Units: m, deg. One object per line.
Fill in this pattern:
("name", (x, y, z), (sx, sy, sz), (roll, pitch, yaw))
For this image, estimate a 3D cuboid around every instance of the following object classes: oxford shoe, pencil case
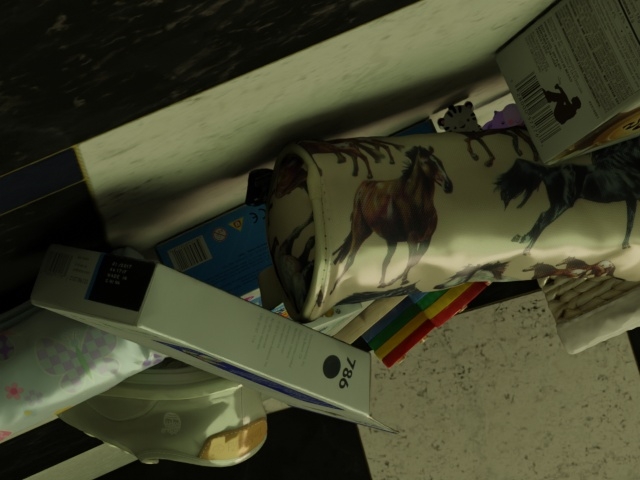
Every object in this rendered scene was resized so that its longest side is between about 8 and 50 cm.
("oxford shoe", (-0.206, 0.172, 1.808), (0.169, 0.130, 0.449), (-22, -167, -34))
("pencil case", (0.142, -0.023, 1.560), (0.410, 0.160, 0.183), (-6, 161, -24))
("pencil case", (-0.274, 0.107, 1.604), (0.273, 0.124, 0.113), (-24, -164, 2))

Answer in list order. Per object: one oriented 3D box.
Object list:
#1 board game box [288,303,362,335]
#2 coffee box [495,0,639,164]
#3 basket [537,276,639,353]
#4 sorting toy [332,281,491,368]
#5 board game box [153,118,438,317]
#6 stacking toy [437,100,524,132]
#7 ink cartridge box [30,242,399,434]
("board game box", (-0.120, 0.124, 2.170), (0.303, 0.098, 0.224), (-20, 171, -18))
("coffee box", (0.308, -0.188, 1.423), (0.168, 0.119, 0.297), (-18, 169, -32))
("basket", (0.459, -0.054, 2.134), (0.328, 0.266, 0.331), (-16, 167, -45))
("sorting toy", (0.150, 0.077, 2.318), (0.257, 0.089, 0.255), (-43, 177, 35))
("board game box", (0.000, 0.000, 1.797), (0.308, 0.086, 0.302), (-25, 171, 1))
("stacking toy", (0.223, -0.138, 1.713), (0.221, 0.052, 0.167), (-31, 166, 3))
("ink cartridge box", (-0.081, 0.090, 1.504), (0.165, 0.065, 0.332), (8, 165, 47))
